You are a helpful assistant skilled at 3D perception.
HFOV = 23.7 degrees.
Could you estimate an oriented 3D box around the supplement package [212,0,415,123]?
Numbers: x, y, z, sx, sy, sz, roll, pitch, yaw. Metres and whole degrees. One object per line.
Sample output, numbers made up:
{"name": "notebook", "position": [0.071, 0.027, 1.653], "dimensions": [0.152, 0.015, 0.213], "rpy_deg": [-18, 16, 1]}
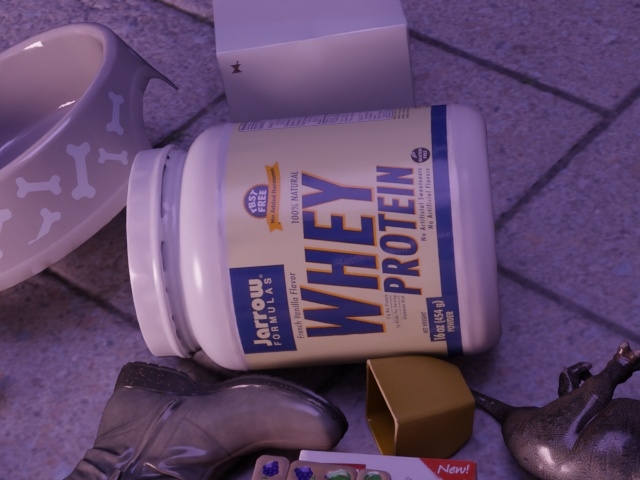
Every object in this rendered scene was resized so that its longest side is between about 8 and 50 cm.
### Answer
{"name": "supplement package", "position": [-0.009, -0.219, 1.681], "dimensions": [0.199, 0.198, 0.263], "rpy_deg": [-9, 43, 1]}

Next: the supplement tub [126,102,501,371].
{"name": "supplement tub", "position": [0.000, 0.000, 1.427], "dimensions": [0.324, 0.235, 0.235], "rpy_deg": [-5, 44, 6]}

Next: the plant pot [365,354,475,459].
{"name": "plant pot", "position": [0.092, 0.152, 1.368], "dimensions": [0.083, 0.081, 0.081], "rpy_deg": [-11, 43, -13]}

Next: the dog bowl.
{"name": "dog bowl", "position": [-0.315, -0.094, 1.588], "dimensions": [0.348, 0.102, 0.349], "rpy_deg": [-24, 32, 16]}

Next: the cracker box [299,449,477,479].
{"name": "cracker box", "position": [0.042, 0.284, 1.246], "dimensions": [0.155, 0.067, 0.232], "rpy_deg": [2, 44, 11]}

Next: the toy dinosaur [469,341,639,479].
{"name": "toy dinosaur", "position": [0.242, 0.167, 1.294], "dimensions": [0.313, 0.121, 0.160], "rpy_deg": [21, 45, 25]}

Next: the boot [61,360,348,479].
{"name": "boot", "position": [-0.106, 0.202, 1.362], "dimensions": [0.246, 0.083, 0.161], "rpy_deg": [4, 50, 24]}

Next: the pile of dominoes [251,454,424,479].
{"name": "pile of dominoes", "position": [0.015, 0.269, 1.186], "dimensions": [0.196, 0.040, 0.251], "rpy_deg": [4, 46, 12]}
